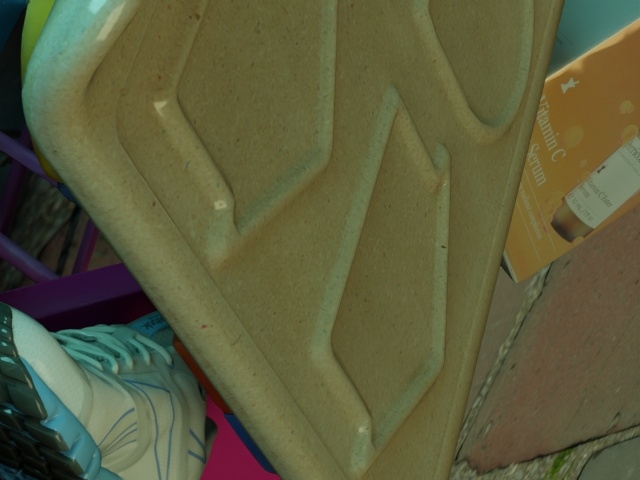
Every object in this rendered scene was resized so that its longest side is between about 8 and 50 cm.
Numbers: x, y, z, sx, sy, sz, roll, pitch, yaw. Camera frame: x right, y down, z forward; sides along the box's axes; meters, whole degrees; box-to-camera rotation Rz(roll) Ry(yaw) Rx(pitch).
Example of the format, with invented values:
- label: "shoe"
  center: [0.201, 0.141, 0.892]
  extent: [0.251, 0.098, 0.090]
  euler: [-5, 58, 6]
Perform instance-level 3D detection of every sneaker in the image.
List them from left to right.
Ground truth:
- label: "sneaker"
  center: [-0.079, 0.051, 0.636]
  extent: [0.083, 0.071, 0.191]
  euler: [-59, 160, -18]

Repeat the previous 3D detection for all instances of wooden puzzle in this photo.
- label: "wooden puzzle"
  center: [0.000, -0.076, 0.662]
  extent: [0.348, 0.080, 0.322]
  euler: [65, 35, -50]

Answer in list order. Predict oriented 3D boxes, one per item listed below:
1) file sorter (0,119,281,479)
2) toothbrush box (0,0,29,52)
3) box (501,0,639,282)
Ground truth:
- label: "file sorter"
  center: [-0.133, 0.050, 0.808]
  extent: [0.290, 0.182, 0.202]
  euler: [-15, 133, -52]
- label: "toothbrush box"
  center: [-0.252, -0.075, 0.434]
  extent: [0.126, 0.216, 0.295]
  euler: [-62, 154, 9]
- label: "box"
  center: [0.136, -0.084, 0.990]
  extent: [0.170, 0.091, 0.130]
  euler: [-33, 137, -4]
